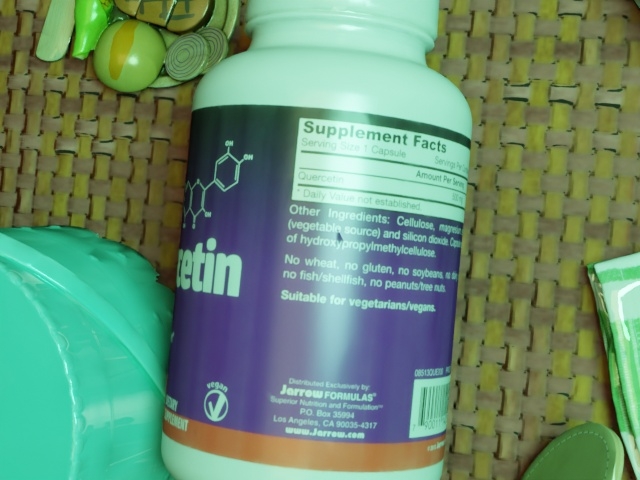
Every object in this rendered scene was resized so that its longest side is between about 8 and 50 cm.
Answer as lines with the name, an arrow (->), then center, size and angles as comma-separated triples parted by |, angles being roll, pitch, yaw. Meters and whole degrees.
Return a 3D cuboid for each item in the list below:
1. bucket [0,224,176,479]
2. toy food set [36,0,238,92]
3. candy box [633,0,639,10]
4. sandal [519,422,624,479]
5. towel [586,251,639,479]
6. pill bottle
bucket -> -0.233, 0.114, 0.677 | 0.281, 0.183, 0.281 | -1, 88, 13
toy food set -> -0.123, -0.173, 0.737 | 0.192, 0.038, 0.132 | 16, 91, 13
candy box -> 0.299, -0.171, 0.627 | 0.165, 0.070, 0.196 | -31, 82, 10
sandal -> 0.158, 0.234, 0.654 | 0.079, 0.088, 0.240 | 22, 101, -19
towel -> 0.323, 0.148, 0.627 | 0.248, 0.038, 0.325 | -13, 85, 11
pill bottle -> 0.000, 0.000, 0.631 | 0.181, 0.181, 0.323 | 5, 89, 13
